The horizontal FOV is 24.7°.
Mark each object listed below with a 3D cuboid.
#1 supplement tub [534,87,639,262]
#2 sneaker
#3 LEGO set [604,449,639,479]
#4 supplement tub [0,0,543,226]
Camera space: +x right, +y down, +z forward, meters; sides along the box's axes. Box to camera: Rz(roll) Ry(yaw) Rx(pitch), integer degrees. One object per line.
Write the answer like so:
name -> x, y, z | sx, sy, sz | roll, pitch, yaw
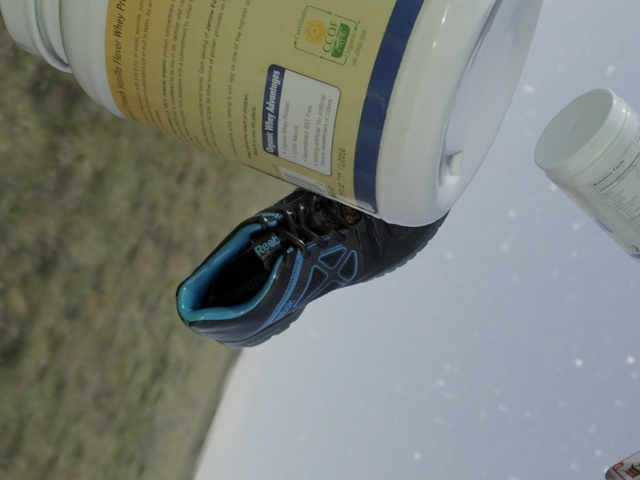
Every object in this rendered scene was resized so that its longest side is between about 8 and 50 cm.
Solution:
supplement tub -> 0.199, -0.040, 0.955 | 0.071, 0.107, 0.071 | -42, -159, 20
sneaker -> 0.000, 0.000, 1.517 | 0.341, 0.125, 0.139 | -39, 164, 10
LEGO set -> 0.132, 0.167, 0.622 | 0.182, 0.060, 0.244 | -30, -172, -3
supplement tub -> -0.030, -0.163, 0.974 | 0.228, 0.316, 0.228 | -59, 163, -31
